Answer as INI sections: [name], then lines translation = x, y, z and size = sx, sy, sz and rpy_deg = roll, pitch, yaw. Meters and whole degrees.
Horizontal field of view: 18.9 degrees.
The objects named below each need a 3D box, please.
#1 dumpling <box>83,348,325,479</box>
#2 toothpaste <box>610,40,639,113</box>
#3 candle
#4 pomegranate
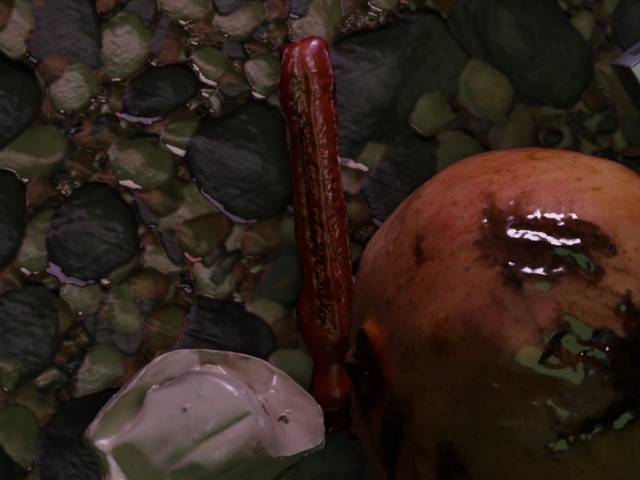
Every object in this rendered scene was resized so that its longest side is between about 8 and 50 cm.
[dumpling]
translation = -0.099, 0.152, 1.543
size = 0.199, 0.118, 0.136
rpy_deg = -21, 79, -19
[toothpaste]
translation = 0.357, -0.020, 1.565
size = 0.067, 0.081, 0.337
rpy_deg = -34, 99, 2
[candle]
translation = 0.000, 0.000, 1.560
size = 0.051, 0.048, 0.329
rpy_deg = -8, 97, -17
[pomegranate]
translation = 0.157, 0.091, 1.457
size = 0.322, 0.322, 0.322
rpy_deg = -1, 98, -4
